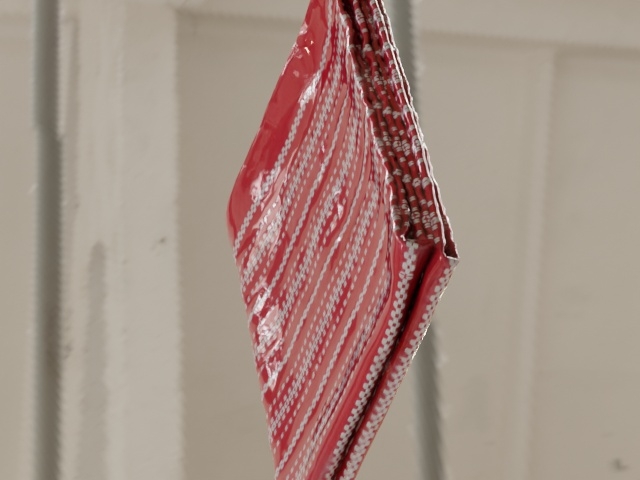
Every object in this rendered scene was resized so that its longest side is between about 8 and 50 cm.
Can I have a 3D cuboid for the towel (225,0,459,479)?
[{"bbox_3d":[0.000,0.000,1.007,0.031,0.199,0.275,12,-147,-17],"label":"towel"}]
